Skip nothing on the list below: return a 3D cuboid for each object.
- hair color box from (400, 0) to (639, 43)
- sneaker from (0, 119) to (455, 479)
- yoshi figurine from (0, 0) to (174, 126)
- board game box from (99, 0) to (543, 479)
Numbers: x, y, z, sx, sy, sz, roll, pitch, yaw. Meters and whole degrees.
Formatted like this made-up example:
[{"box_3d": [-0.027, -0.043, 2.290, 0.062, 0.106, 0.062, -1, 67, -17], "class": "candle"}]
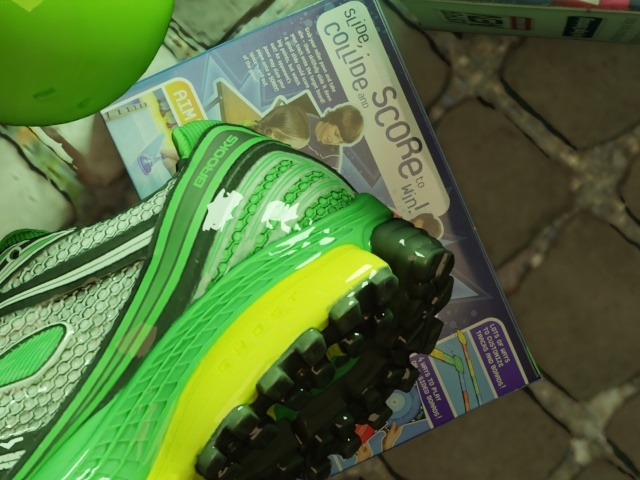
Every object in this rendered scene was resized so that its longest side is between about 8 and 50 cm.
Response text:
[{"box_3d": [0.209, -0.128, 0.603, 0.347, 0.174, 0.105, 4, 94, 7], "class": "hair color box"}, {"box_3d": [-0.111, 0.089, 0.601, 0.343, 0.134, 0.146, -40, 61, -20], "class": "sneaker"}, {"box_3d": [-0.103, -0.196, 0.596, 0.203, 0.203, 0.362, 13, 97, -14], "class": "yoshi figurine"}, {"box_3d": [0.000, 0.000, 0.700, 0.136, 0.035, 0.201, -24, 97, -4], "class": "board game box"}]
